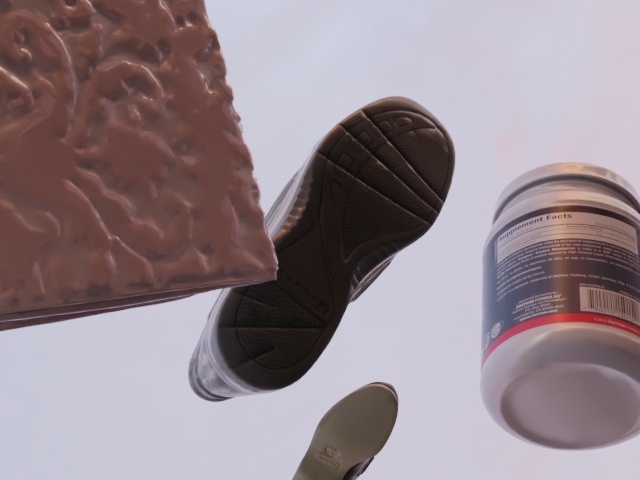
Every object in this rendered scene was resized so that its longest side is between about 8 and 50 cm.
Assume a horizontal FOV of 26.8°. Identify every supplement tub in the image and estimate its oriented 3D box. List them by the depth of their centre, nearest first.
[{"bbox_3d":[0.268,0.069,1.434,0.191,0.191,0.272,39,-141,-29],"label":"supplement tub"}]

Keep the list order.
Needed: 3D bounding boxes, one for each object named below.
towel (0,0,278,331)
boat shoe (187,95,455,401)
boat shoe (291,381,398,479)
[{"bbox_3d":[-0.197,-0.108,0.848,0.317,0.053,0.331,-6,-104,-40],"label":"towel"},{"bbox_3d":[0.001,0.003,1.105,0.118,0.103,0.320,41,-122,-11],"label":"boat shoe"},{"bbox_3d":[0.018,0.150,0.994,0.049,0.133,0.042,34,-152,6],"label":"boat shoe"}]
